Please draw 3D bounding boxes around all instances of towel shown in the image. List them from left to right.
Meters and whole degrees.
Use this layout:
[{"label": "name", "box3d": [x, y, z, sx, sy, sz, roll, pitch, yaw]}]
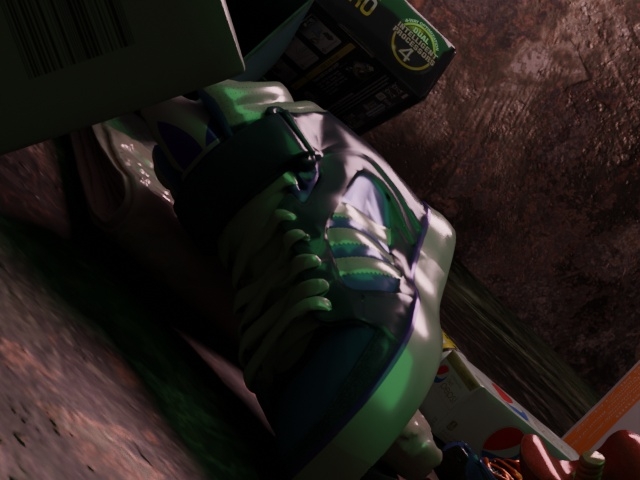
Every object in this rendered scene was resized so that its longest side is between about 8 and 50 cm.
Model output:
[{"label": "towel", "box3d": [-0.061, 0.023, 1.252, 0.332, 0.053, 0.317, 40, 8, -26]}]

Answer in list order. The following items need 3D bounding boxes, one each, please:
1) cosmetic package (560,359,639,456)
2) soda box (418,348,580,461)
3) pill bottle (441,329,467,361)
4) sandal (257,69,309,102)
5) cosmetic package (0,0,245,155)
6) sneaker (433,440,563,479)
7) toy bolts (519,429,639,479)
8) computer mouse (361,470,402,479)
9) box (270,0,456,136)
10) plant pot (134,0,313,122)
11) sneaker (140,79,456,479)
[{"label": "cosmetic package", "box3d": [0.402, 0.272, 1.723, 0.161, 0.230, 0.453, 43, 6, -4]}, {"label": "soda box", "box3d": [0.186, 0.201, 1.549, 0.216, 0.069, 0.074, 39, 8, -32]}, {"label": "pill bottle", "box3d": [0.099, 0.110, 1.599, 0.065, 0.065, 0.116, 37, 9, -44]}, {"label": "sandal", "box3d": [-0.141, -0.185, 1.720, 0.446, 0.107, 0.167, 38, 9, -7]}, {"label": "cosmetic package", "box3d": [-0.176, -0.187, 1.089, 0.365, 0.197, 0.155, -117, -172, -70]}, {"label": "sneaker", "box3d": [0.169, 0.211, 1.310, 0.221, 0.087, 0.083, 37, 9, -47]}, {"label": "toy bolts", "box3d": [0.167, 0.255, 1.063, 0.218, 0.158, 0.228, 2, 29, -9]}, {"label": "computer mouse", "box3d": [0.073, 0.195, 1.079, 0.071, 0.041, 0.242, 15, -9, 21]}, {"label": "box", "box3d": [-0.066, -0.241, 1.842, 0.318, 0.097, 0.395, 40, -26, -12]}, {"label": "plant pot", "box3d": [-0.134, -0.178, 1.422, 0.166, 0.165, 0.234, 44, -19, 6]}, {"label": "sneaker", "box3d": [-0.040, 0.009, 1.012, 0.236, 0.130, 0.323, 37, 30, -9]}]
